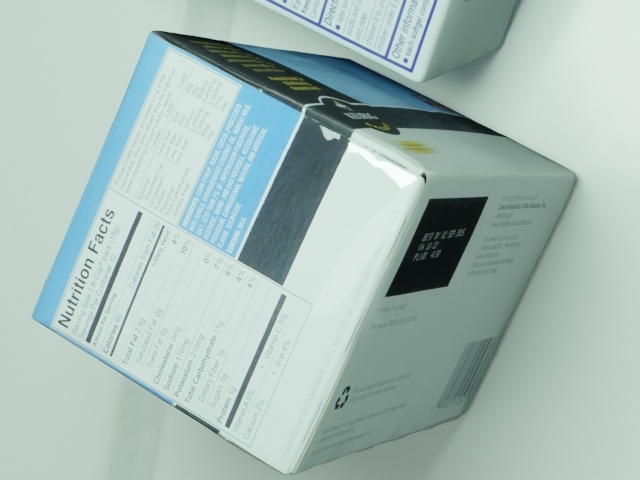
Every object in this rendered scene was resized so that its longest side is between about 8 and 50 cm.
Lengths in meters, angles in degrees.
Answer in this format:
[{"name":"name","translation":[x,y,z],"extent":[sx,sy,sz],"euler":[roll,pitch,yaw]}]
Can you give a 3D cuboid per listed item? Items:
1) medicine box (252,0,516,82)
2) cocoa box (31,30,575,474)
[{"name":"medicine box","translation":[0.028,-0.307,1.383],"extent":[0.289,0.149,0.263],"euler":[29,118,20]},{"name":"cocoa box","translation":[0.000,0.000,1.329],"extent":[0.228,0.347,0.231],"euler":[29,103,20]}]
